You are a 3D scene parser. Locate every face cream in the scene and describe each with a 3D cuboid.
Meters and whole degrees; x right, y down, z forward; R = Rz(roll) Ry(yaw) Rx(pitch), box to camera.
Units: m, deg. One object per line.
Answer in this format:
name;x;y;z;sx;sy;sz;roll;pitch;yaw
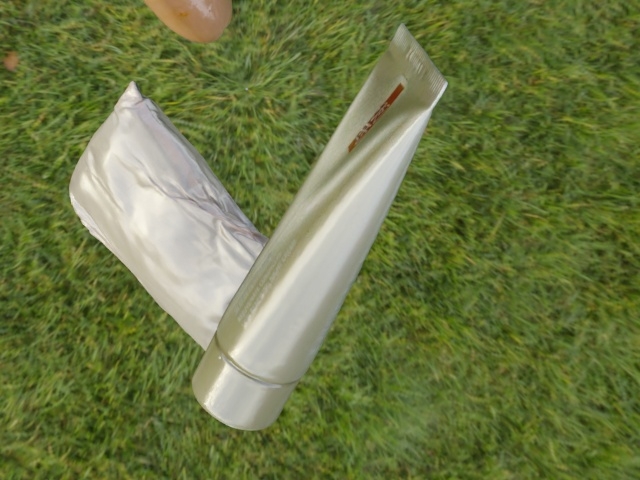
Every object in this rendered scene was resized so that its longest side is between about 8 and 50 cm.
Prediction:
face cream;0.000;0.000;0.748;0.084;0.137;0.341;20;114;-19

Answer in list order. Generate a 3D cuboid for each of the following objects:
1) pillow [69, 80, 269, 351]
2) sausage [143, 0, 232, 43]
pillow;-0.126;-0.003;0.904;0.270;0.067;0.173;46;125;0
sausage;-0.166;-0.292;0.834;0.086;0.086;0.289;-37;138;2
